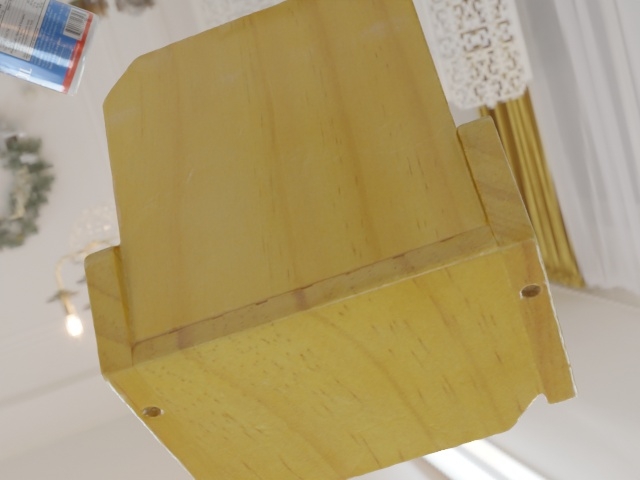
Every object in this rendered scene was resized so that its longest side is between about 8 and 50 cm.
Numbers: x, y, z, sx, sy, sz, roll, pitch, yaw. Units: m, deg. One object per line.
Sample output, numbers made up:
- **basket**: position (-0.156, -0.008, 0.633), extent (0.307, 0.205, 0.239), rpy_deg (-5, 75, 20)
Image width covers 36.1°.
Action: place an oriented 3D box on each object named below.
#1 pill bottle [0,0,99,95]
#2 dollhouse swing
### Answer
- **pill bottle**: position (-0.433, -0.294, 1.369), extent (0.221, 0.124, 0.124), rpy_deg (18, -179, -17)
- **dollhouse swing**: position (0.000, 0.000, 0.889), extent (0.346, 0.315, 0.305), rpy_deg (-19, -135, 8)
